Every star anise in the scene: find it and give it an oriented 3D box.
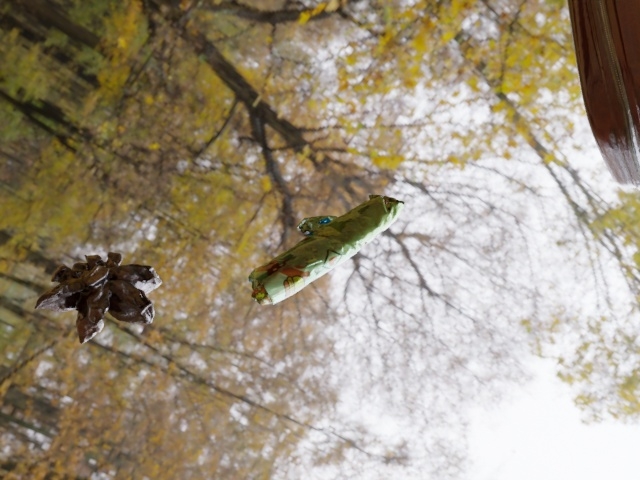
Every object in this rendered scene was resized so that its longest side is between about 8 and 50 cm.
[{"bbox_3d":[-0.419,0.099,1.655,0.220,0.214,0.099,-65,175,-51],"label":"star anise"}]

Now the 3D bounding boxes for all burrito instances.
[{"bbox_3d":[0.000,0.000,1.322,0.288,0.054,0.104,-32,-131,-16],"label":"burrito"}]

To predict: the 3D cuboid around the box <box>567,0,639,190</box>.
[{"bbox_3d":[0.415,-0.266,1.181,0.108,0.263,0.404,-13,-121,26],"label":"box"}]
